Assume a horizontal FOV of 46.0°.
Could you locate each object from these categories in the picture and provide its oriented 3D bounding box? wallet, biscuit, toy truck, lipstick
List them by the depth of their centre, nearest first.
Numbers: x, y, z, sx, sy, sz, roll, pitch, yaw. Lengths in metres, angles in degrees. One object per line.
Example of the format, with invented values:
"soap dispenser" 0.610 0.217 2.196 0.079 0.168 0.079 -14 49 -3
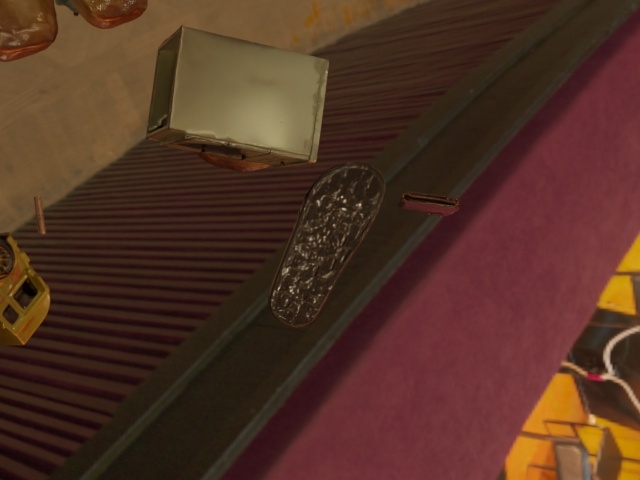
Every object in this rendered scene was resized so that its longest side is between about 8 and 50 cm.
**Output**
"biscuit" -0.353 -0.347 0.842 0.290 0.062 0.237 54 45 -6
"wallet" 0.174 -0.061 1.230 0.176 0.095 0.026 30 70 -84
"toy truck" -0.638 0.181 1.283 0.254 0.181 0.405 62 38 -35
"lipstick" -0.686 -0.061 1.843 0.019 0.019 0.094 -9 92 -48

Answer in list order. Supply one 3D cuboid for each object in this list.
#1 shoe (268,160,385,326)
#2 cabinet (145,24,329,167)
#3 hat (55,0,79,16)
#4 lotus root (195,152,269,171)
"shoe" 0.000 0.000 0.763 0.071 0.049 0.179 26 90 -9
"cabinet" -0.118 -0.188 1.040 0.206 0.145 0.150 8 89 -24
"hat" -0.437 -0.443 1.369 0.138 0.191 0.077 12 112 -25
"lotus root" -0.203 -0.264 1.766 0.193 0.291 0.193 -50 152 -39
